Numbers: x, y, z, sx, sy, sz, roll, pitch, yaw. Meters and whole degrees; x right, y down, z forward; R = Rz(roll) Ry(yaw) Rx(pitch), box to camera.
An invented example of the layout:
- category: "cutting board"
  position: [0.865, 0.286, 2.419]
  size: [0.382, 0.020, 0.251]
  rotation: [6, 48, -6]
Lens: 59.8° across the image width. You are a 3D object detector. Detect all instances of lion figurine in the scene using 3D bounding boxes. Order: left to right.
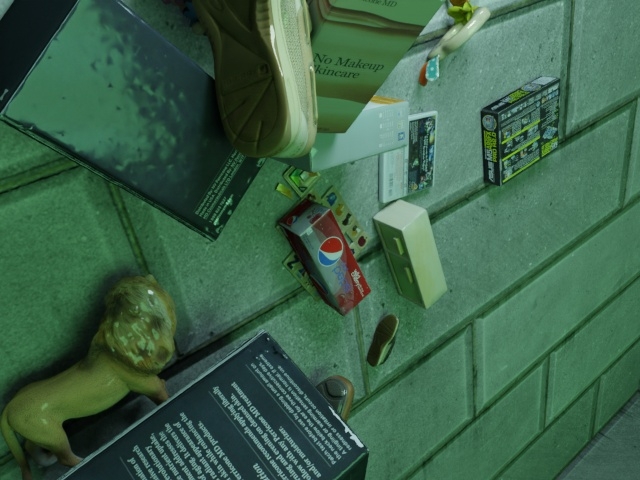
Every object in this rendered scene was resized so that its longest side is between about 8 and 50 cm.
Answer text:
- category: "lion figurine"
  position: [-0.389, 0.245, 0.927]
  size: [0.392, 0.142, 0.240]
  rotation: [-39, 129, -20]

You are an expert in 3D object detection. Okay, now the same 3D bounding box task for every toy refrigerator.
- category: "toy refrigerator"
  position: [0.222, 0.039, 1.372]
  size: [0.094, 0.102, 0.269]
  rotation: [-38, 129, -21]

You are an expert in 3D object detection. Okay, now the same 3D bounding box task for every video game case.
- category: "video game case"
  position: [0.206, -0.198, 1.310]
  size: [0.173, 0.022, 0.190]
  rotation: [-19, 119, -32]

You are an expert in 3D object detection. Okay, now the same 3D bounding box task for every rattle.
- category: "rattle"
  position: [0.255, -0.457, 1.207]
  size: [0.200, 0.130, 0.143]
  rotation: [-40, 123, 15]

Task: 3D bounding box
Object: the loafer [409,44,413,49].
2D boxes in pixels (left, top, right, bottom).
- category: "loafer"
  position: [0.147, -0.538, 1.034]
  size: [0.130, 0.134, 0.365]
  rotation: [-36, 130, -39]

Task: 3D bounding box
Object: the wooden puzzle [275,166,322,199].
- category: "wooden puzzle"
  position: [-0.036, -0.131, 1.140]
  size: [0.078, 0.014, 0.116]
  rotation: [42, 79, -37]

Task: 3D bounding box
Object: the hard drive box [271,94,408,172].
- category: "hard drive box"
  position: [0.020, -0.210, 1.041]
  size: [0.232, 0.181, 0.089]
  rotation: [-21, 121, -32]

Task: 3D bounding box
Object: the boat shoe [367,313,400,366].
- category: "boat shoe"
  position: [0.171, 0.261, 1.463]
  size: [0.049, 0.056, 0.152]
  rotation: [8, 113, -46]

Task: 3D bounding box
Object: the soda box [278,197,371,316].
- category: "soda box"
  position: [0.014, 0.040, 1.200]
  size: [0.092, 0.083, 0.263]
  rotation: [-42, 131, -17]

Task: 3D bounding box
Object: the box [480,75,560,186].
- category: "box"
  position: [0.552, -0.302, 1.526]
  size: [0.270, 0.060, 0.216]
  rotation: [-31, 127, -25]

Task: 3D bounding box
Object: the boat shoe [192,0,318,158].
- category: "boat shoe"
  position: [-0.073, -0.266, 0.668]
  size: [0.110, 0.122, 0.341]
  rotation: [-10, 95, -61]

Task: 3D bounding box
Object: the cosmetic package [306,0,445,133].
- category: "cosmetic package"
  position: [0.024, -0.288, 0.789]
  size: [0.153, 0.296, 0.129]
  rotation: [-1, 67, -24]

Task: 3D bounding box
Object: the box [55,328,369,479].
- category: "box"
  position: [-0.184, 0.498, 1.010]
  size: [0.472, 0.297, 0.480]
  rotation: [-33, 148, -22]

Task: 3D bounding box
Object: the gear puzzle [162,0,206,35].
- category: "gear puzzle"
  position: [-0.106, -0.381, 0.765]
  size: [0.175, 0.339, 0.044]
  rotation: [31, 59, -39]

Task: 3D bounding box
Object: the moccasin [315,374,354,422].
- category: "moccasin"
  position: [0.004, 0.506, 1.373]
  size: [0.147, 0.139, 0.380]
  rotation: [3, 104, -47]

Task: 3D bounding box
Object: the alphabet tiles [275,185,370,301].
- category: "alphabet tiles"
  position: [0.000, 0.000, 1.234]
  size: [0.198, 0.009, 0.237]
  rotation: [-49, 131, -12]

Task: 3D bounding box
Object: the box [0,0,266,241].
- category: "box"
  position: [-0.266, -0.175, 0.738]
  size: [0.294, 0.296, 0.182]
  rotation: [34, 86, -44]
